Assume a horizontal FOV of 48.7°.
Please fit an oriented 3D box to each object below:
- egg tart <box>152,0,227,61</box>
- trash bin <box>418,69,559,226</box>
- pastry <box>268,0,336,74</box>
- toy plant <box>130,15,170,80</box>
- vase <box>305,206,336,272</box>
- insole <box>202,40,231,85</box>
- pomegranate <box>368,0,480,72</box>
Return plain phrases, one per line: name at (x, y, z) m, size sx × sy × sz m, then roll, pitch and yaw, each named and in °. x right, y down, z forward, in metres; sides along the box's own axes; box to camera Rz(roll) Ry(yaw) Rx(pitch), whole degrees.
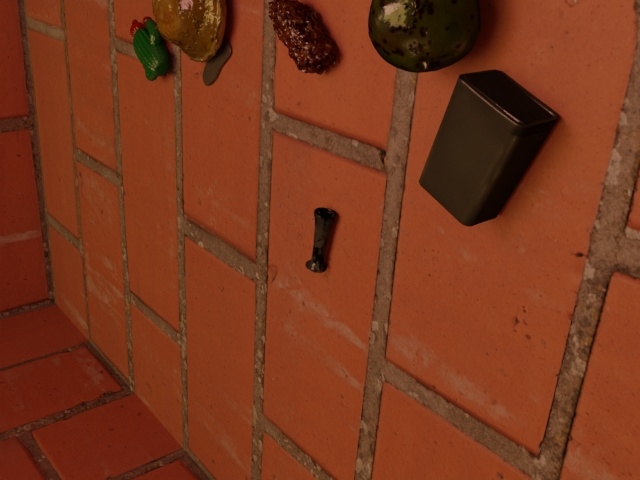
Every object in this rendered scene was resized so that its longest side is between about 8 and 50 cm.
egg tart at (-0.383, -0.663, 2.006) m, size 0.341 × 0.132 × 0.341 m, roll 24°, pitch 120°, yaw 50°
trash bin at (0.300, -0.165, 1.305) m, size 0.164 × 0.122 × 0.240 m, roll 48°, pitch 138°, yaw 31°
pastry at (-0.043, -0.483, 1.658) m, size 0.208 × 0.097 × 0.115 m, roll 59°, pitch 145°, yaw 18°
toy plant at (-0.554, -0.636, 2.285) m, size 0.155 × 0.088 × 0.240 m, roll -28°, pitch 76°, yaw 55°
vase at (0.000, 0.000, 1.806) m, size 0.059 × 0.059 × 0.167 m, roll 37°, pitch 130°, yaw 40°
insole at (-0.303, -0.516, 2.061) m, size 0.192 × 0.010 × 0.063 m, roll -34°, pitch 76°, yaw 51°
pomegranate at (0.190, -0.428, 1.303) m, size 0.211 × 0.211 × 0.263 m, roll -28°, pitch 55°, yaw 53°
